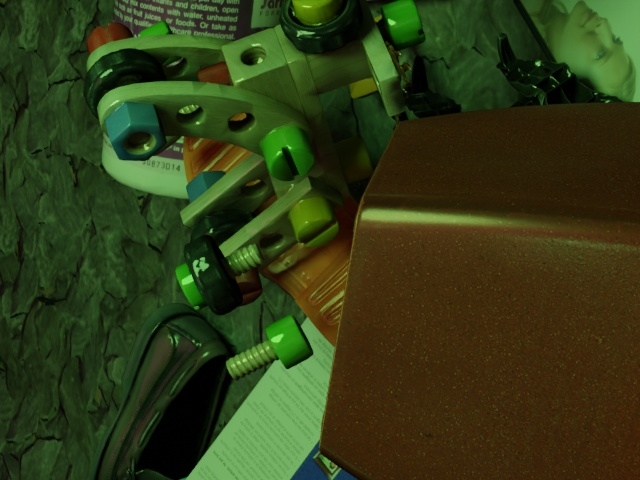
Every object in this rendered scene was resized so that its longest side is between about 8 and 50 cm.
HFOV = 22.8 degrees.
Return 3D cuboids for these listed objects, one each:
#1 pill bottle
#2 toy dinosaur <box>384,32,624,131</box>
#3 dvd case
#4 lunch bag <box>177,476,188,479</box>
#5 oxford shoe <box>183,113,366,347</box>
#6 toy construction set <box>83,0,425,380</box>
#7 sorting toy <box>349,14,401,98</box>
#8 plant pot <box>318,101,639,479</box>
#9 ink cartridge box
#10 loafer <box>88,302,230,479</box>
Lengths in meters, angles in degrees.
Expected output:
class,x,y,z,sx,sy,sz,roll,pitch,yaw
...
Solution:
class,x,y,z,sx,sy,sz,roll,pitch,yaw
pill bottle,-0.112,-0.202,1.489,0.169,0.169,0.301,28,117,46
toy dinosaur,0.117,-0.035,1.251,0.322,0.164,0.218,39,150,19
dvd case,0.253,-0.143,1.172,0.180,0.022,0.253,-49,57,41
lunch bag,-0.105,0.380,1.495,0.293,0.221,0.138,52,141,32
oxford shoe,0.000,0.000,1.337,0.130,0.133,0.364,-40,52,5
toy construction set,-0.029,-0.104,1.209,0.257,0.237,0.309,62,-177,-26
sorting toy,0.044,-0.300,1.398,0.196,0.047,0.348,6,98,54
plant pot,0.138,0.049,1.033,0.235,0.267,0.267,12,113,7
ink cartridge box,-0.017,0.213,1.392,0.371,0.069,0.176,-52,51,7
loafer,-0.167,0.218,1.660,0.095,0.109,0.302,31,114,40
